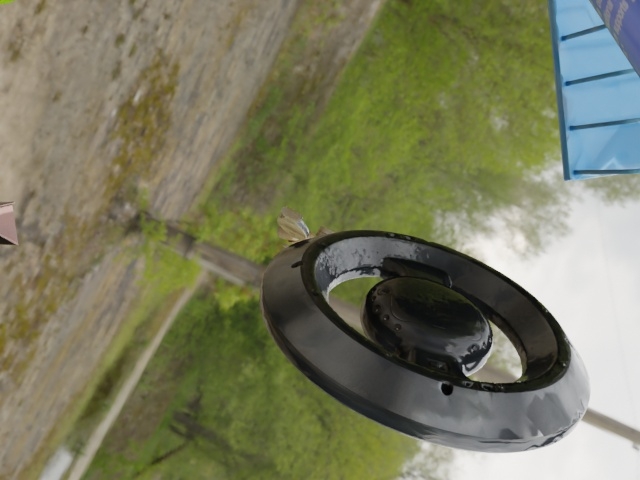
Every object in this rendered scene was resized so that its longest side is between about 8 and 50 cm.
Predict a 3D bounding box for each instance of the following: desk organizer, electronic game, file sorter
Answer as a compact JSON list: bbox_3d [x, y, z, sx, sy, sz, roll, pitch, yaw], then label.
[{"bbox_3d":[-0.409,-0.016,1.009,0.047,0.130,0.050,-25,114,-61],"label":"desk organizer"},{"bbox_3d":[0.070,0.059,0.597,0.229,0.229,0.048,-67,175,-64],"label":"electronic game"},{"bbox_3d":[0.278,-0.143,0.755,0.104,0.118,0.170,-171,-107,-72],"label":"file sorter"}]

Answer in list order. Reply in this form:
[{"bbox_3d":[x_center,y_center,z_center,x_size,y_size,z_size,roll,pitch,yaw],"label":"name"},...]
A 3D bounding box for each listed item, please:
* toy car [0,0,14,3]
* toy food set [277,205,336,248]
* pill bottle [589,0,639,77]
[{"bbox_3d":[-0.294,-0.194,0.531,0.188,0.155,0.149,-3,79,-55],"label":"toy car"},{"bbox_3d":[0.000,0.000,0.746,0.019,0.078,0.122,-60,179,-12],"label":"toy food set"},{"bbox_3d":[0.173,-0.145,0.357,0.152,0.272,0.152,-24,162,-8],"label":"pill bottle"}]
